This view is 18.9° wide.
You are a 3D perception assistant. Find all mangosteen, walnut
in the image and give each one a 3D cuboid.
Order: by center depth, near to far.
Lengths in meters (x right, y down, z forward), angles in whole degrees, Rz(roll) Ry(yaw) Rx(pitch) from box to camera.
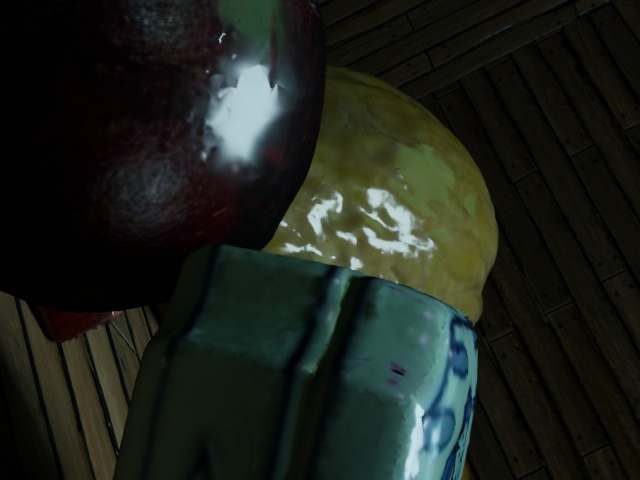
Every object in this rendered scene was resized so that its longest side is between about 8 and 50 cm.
[{"bbox_3d":[-0.142,-0.093,1.113,0.297,0.293,0.297,37,-37,34],"label":"mangosteen"},{"bbox_3d":[0.000,0.000,1.715,0.333,0.333,0.333,63,5,-10],"label":"walnut"}]

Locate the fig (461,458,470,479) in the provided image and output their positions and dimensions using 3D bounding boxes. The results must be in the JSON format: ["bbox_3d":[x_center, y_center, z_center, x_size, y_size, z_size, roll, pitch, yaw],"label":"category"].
[{"bbox_3d":[0.034,0.232,1.745,0.205,0.205,0.205,63,5,-10],"label":"fig"}]

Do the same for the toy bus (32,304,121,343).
[{"bbox_3d":[-0.202,-0.047,1.304,0.235,0.073,0.096,63,12,-12],"label":"toy bus"}]

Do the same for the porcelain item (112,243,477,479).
[{"bbox_3d":[-0.013,0.153,1.021,0.281,0.157,0.286,39,65,-82],"label":"porcelain item"}]
